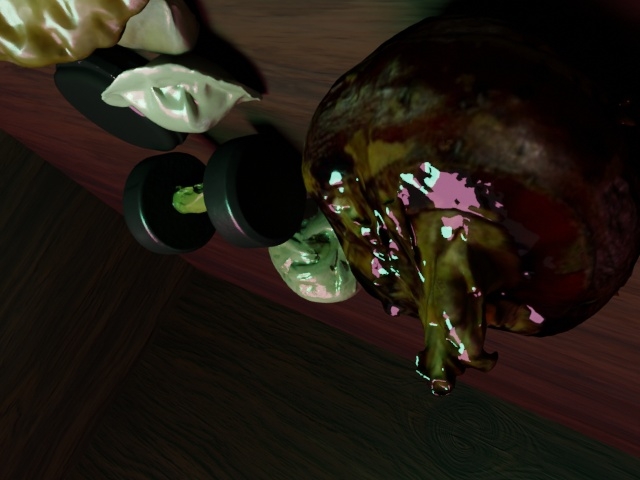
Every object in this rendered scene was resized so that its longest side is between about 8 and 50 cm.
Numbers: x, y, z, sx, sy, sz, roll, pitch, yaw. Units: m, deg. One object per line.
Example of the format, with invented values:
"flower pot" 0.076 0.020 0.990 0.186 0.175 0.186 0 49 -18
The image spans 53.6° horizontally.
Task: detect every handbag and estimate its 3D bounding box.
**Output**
"handbag" -0.382 -0.277 1.226 0.308 0.093 0.254 16 159 44

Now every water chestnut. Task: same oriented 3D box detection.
"water chestnut" 0.138 -0.025 0.592 0.335 0.347 0.335 23 155 11

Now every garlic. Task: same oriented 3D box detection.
"garlic" -0.281 -0.329 0.815 0.217 0.110 0.228 29 167 15

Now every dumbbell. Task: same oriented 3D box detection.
"dumbbell" -0.204 -0.080 1.196 0.322 0.203 0.204 -3 147 40

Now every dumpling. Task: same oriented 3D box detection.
"dumpling" -0.200 -0.225 0.940 0.216 0.126 0.166 23 177 -7

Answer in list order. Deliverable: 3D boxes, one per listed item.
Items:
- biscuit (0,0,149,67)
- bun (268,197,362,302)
"biscuit" -0.322 -0.328 0.633 0.326 0.107 0.325 -4 140 -4
"bun" 0.000 0.000 1.209 0.237 0.210 0.116 39 171 24
